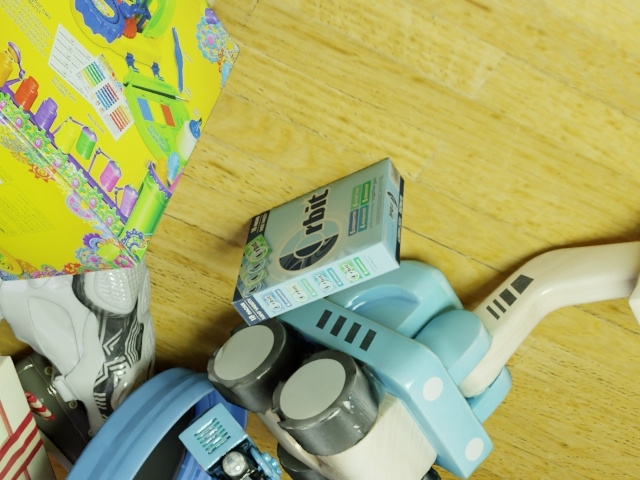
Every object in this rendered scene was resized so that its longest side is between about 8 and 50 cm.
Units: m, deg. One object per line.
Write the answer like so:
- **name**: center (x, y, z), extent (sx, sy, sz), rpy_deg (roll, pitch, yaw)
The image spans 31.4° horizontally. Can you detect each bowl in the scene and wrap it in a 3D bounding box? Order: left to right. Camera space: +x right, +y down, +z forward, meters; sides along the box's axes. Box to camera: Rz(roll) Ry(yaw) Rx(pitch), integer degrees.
- **bowl**: center (-0.223, 0.334, 1.400), extent (0.077, 0.391, 0.391), rpy_deg (25, 130, 17)

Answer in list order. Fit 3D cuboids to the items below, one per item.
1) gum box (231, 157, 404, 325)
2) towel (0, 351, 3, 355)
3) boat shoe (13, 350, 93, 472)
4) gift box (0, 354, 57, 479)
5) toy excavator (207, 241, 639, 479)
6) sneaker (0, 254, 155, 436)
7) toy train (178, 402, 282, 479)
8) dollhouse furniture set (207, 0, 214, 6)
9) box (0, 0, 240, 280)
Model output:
- **gum box**: center (0.000, 0.000, 1.242), extent (0.184, 0.157, 0.041), rpy_deg (-23, 122, 23)
- **towel**: center (-0.455, 0.173, 1.517), extent (0.102, 0.021, 0.237), rpy_deg (-22, 122, 17)
- **boat shoe**: center (-0.309, 0.268, 1.518), extent (0.091, 0.109, 0.305), rpy_deg (-43, 119, -8)
- **gift box**: center (-0.477, 0.277, 1.337), extent (0.255, 0.258, 0.276), rpy_deg (10, 130, 16)
- **toy excavator**: center (0.158, 0.112, 1.287), extent (0.433, 0.445, 0.222), rpy_deg (20, 151, 52)
- **sneaker**: center (-0.317, 0.105, 1.378), extent (0.210, 0.137, 0.365), rpy_deg (5, 124, 4)
- **toy train**: center (-0.101, 0.258, 1.336), extent (0.080, 0.105, 0.184), rpy_deg (-37, 161, -8)
- **dollhouse furniture set**: center (-0.188, -0.366, 0.965), extent (0.303, 0.173, 0.355), rpy_deg (21, 127, -10)
- **box**: center (-0.252, -0.164, 0.998), extent (0.177, 0.279, 0.290), rpy_deg (-7, 137, 33)
